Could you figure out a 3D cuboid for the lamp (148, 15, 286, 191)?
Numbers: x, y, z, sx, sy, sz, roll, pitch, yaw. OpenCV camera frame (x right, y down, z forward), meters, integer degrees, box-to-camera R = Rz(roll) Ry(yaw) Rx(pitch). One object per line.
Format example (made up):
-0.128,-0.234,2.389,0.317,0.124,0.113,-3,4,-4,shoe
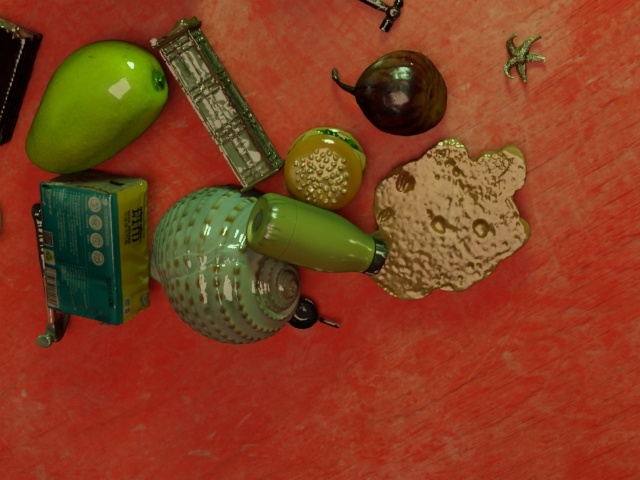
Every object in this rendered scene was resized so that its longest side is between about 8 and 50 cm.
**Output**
-0.187,-0.252,1.644,0.089,0.090,0.325,-29,100,17,lamp

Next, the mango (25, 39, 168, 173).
-0.433,-0.243,1.653,0.343,0.156,0.192,-33,90,23,mango

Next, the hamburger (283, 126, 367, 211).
0.007,-0.130,1.636,0.162,0.115,0.162,3,109,8,hamburger

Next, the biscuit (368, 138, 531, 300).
0.233,-0.042,1.658,0.376,0.051,0.269,-41,94,21,biscuit

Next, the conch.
-0.194,0.047,1.680,0.319,0.215,0.303,2,97,8,conch

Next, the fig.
0.124,-0.256,1.557,0.202,0.149,0.148,-6,88,2,fig

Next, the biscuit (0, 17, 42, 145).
-0.628,-0.312,1.707,0.106,0.070,0.252,24,110,1,biscuit

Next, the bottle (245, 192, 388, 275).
0.000,0.000,1.602,0.260,0.112,0.112,17,112,-25,bottle

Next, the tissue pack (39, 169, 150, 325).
-0.435,0.007,1.730,0.192,0.134,0.271,11,110,23,tissue pack

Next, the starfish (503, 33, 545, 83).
0.358,-0.328,1.564,0.078,0.028,0.091,34,107,-9,starfish

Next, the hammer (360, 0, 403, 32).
0.060,-0.437,1.582,0.178,0.021,0.065,27,110,1,hammer

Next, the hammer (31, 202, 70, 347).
-0.559,0.067,1.807,0.033,0.111,0.288,-3,98,7,hammer

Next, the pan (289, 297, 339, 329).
-0.015,0.152,1.775,0.115,0.023,0.068,19,108,6,pan
